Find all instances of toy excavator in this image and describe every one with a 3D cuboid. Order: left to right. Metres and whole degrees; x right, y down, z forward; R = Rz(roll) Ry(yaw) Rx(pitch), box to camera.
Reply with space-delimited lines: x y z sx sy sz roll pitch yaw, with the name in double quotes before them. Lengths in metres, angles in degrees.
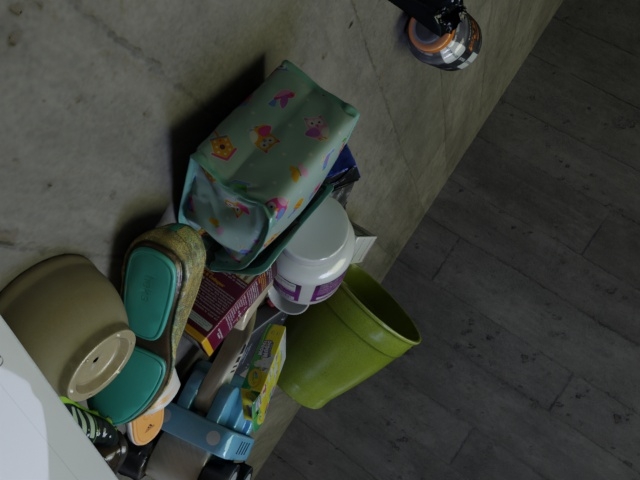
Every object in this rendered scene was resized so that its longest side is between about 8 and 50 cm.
"toy excavator" -0.213 0.301 1.171 0.433 0.222 0.446 82 30 -67

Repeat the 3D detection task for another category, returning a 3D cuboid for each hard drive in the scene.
"hard drive" -0.171 0.245 1.393 0.254 0.054 0.172 -31 151 -59

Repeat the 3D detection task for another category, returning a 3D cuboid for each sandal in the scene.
"sandal" -0.280 0.263 0.966 0.102 0.076 0.265 -39 144 -43

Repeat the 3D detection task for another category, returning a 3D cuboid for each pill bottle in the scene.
"pill bottle" -0.022 0.017 1.097 0.169 0.169 0.301 -52 174 -16
"pill bottle" 0.258 -0.432 1.204 0.131 0.130 0.245 -63 164 22

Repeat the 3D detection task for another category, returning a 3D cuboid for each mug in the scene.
"mug" -0.057 0.091 1.399 0.169 0.150 0.113 -42 124 -55

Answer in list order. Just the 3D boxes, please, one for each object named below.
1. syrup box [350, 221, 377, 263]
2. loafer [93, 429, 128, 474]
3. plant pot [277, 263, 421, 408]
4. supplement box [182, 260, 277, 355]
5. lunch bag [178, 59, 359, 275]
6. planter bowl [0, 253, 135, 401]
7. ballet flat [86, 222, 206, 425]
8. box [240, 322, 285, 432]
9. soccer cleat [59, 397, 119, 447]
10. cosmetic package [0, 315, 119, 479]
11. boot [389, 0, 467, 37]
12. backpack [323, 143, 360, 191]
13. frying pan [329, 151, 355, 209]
"syrup box" 0.075 0.005 1.600 0.096 0.093 0.237 -59 165 9
"loafer" -0.409 0.419 0.979 0.078 0.080 0.220 -1 118 -61
"plant pot" 0.034 0.277 1.631 0.353 0.366 0.366 -48 167 12
"supplement box" -0.170 0.083 0.960 0.188 0.104 0.081 -51 165 -22
"lunch bag" -0.082 -0.078 0.815 0.223 0.160 0.262 -53 177 -31
"planter bowl" -0.283 0.112 0.650 0.162 0.109 0.162 -52 165 -20
"ballet flat" -0.242 0.121 0.814 0.123 0.123 0.349 -33 152 -57
"box" -0.108 0.258 1.074 0.179 0.043 0.105 -72 169 -48
"soccer cleat" -0.340 0.254 0.775 0.179 0.060 0.072 66 29 -46
"cosmetic package" -0.351 0.214 0.462 0.284 0.097 0.378 -44 142 -35
"boot" 0.101 -0.372 0.673 0.094 0.207 0.246 -52 164 -16
"backpack" 0.003 -0.137 1.074 0.120 0.101 0.098 -25 162 5
"frying pan" 0.023 -0.084 1.355 0.197 0.053 0.326 -49 160 -24
